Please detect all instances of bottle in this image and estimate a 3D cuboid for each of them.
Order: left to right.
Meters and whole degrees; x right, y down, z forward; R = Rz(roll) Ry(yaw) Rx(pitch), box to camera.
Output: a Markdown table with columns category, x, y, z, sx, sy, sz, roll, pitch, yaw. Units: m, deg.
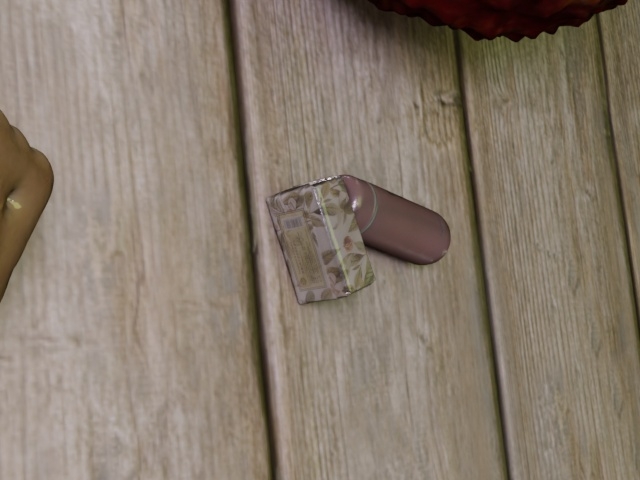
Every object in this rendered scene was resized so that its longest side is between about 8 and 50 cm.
| category | x | y | z | sx | sy | sz | roll | pitch | yaw |
| --- | --- | --- | --- | --- | --- | --- | --- | --- | --- |
| bottle | 0.057 | -0.017 | 1.049 | 0.140 | 0.053 | 0.053 | 20 | 66 | -45 |

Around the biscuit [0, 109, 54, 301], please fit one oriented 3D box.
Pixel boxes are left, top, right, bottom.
| category | x | y | z | sx | sy | sz | roll | pitch | yaw |
| --- | --- | --- | --- | --- | --- | --- | --- | --- | --- |
| biscuit | -0.241 | 0.062 | 0.571 | 0.325 | 0.044 | 0.217 | -67 | 156 | -15 |

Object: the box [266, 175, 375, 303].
| category | x | y | z | sx | sy | sz | roll | pitch | yaw |
| --- | --- | --- | --- | --- | --- | --- | --- | --- | --- |
| box | 0.000 | 0.000 | 0.971 | 0.045 | 0.062 | 0.098 | -25 | 101 | -48 |

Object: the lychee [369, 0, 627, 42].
| category | x | y | z | sx | sy | sz | roll | pitch | yaw |
| --- | --- | --- | --- | --- | --- | --- | --- | --- | --- |
| lychee | 0.174 | -0.386 | 1.001 | 0.500 | 0.424 | 0.425 | -34 | 107 | -31 |
